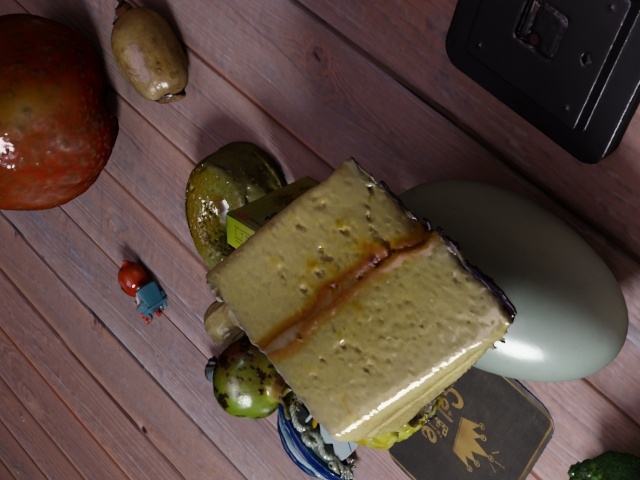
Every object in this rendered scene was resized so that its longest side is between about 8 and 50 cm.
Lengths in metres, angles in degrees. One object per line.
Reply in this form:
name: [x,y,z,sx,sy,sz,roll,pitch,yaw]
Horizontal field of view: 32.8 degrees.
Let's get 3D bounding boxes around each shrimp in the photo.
shrimp: [-0.179,0.268,2.171,0.082,0.076,0.174,50,148,-19]

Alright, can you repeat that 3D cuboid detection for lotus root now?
lotus root: [-0.311,-0.340,1.922,0.125,0.118,0.220,-30,90,37]

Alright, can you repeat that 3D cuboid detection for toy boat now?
toy boat: [0.029,0.310,1.971,0.220,0.067,0.291,54,130,19]

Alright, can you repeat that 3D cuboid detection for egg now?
egg: [0.225,0.053,1.405,0.371,0.230,0.229,30,132,34]

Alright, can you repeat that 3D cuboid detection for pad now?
pad: [0.187,0.306,1.751,0.315,0.063,0.375,43,139,26]

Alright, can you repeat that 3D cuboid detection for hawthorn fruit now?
hawthorn fruit: [-0.611,-0.233,2.130,0.403,0.403,0.402,29,132,38]

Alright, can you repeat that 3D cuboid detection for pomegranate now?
pomegranate: [-0.109,0.251,1.962,0.220,0.156,0.156,3,114,59]

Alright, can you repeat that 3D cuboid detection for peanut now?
peanut: [-0.156,0.140,2.038,0.090,0.098,0.214,48,143,-5]

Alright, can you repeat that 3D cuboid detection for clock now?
clock: [0.278,-0.261,1.299,0.273,0.049,0.278,42,139,26]

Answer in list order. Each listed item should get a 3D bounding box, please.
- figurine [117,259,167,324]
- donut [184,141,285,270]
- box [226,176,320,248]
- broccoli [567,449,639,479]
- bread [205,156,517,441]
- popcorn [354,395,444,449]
figurine: [-0.386,0.104,2.324,0.140,0.068,0.075,53,145,11]
donut: [-0.148,-0.035,1.917,0.272,0.107,0.272,27,128,39]
box: [0.001,0.000,1.694,0.260,0.175,0.062,32,135,36]
broccoli: [0.372,0.411,1.423,0.270,0.270,0.269,168,90,-77]
bread: [0.073,0.067,1.400,0.405,0.242,0.345,-44,65,29]
popcorn: [0.099,0.206,1.658,0.184,0.221,0.204,32,114,-13]
